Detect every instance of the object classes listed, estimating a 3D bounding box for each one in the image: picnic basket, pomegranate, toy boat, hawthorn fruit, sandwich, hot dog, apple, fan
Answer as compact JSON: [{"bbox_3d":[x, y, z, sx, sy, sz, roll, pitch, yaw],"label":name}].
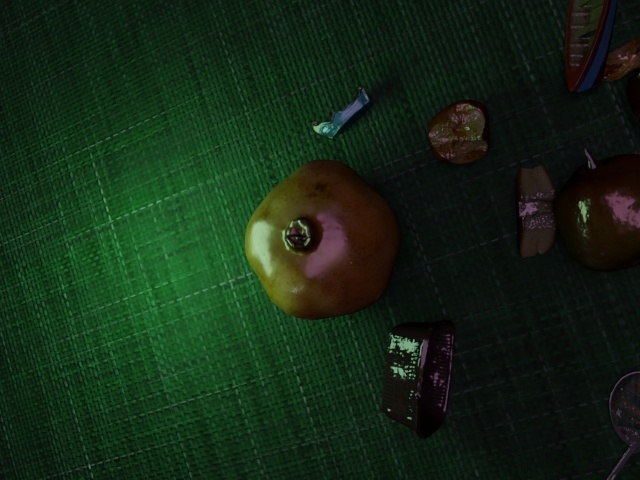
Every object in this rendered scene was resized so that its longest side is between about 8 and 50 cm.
[{"bbox_3d":[0.249,0.349,1.379,0.129,0.222,0.296,6,91,32],"label":"picnic basket"},{"bbox_3d":[0.000,0.000,1.351,0.417,0.417,0.416,0,89,15],"label":"pomegranate"},{"bbox_3d":[0.676,-0.554,1.312,0.079,0.136,0.392,8,87,-16],"label":"toy boat"},{"bbox_3d":[0.688,-0.084,1.230,0.268,0.268,0.300,-22,84,14],"label":"hawthorn fruit"},{"bbox_3d":[0.551,-0.076,1.352,0.090,0.088,0.244,-3,88,11],"label":"sandwich"},{"bbox_3d":[0.762,-0.451,1.312,0.169,0.061,0.078,-29,82,13],"label":"hot dog"},{"bbox_3d":[0.361,-0.283,1.380,0.158,0.147,0.156,-4,121,25],"label":"apple"},{"bbox_3d":[0.060,-0.362,1.493,0.185,0.075,0.077,-41,83,15],"label":"toy boat"},{"bbox_3d":[0.836,0.474,1.312,0.223,0.012,0.294,2,91,13],"label":"fan"}]

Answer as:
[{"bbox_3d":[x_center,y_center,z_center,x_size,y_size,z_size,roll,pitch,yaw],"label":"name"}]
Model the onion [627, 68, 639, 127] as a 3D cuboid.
[{"bbox_3d":[0.849,-0.355,1.220,0.216,0.207,0.206,-44,82,5],"label":"onion"}]
